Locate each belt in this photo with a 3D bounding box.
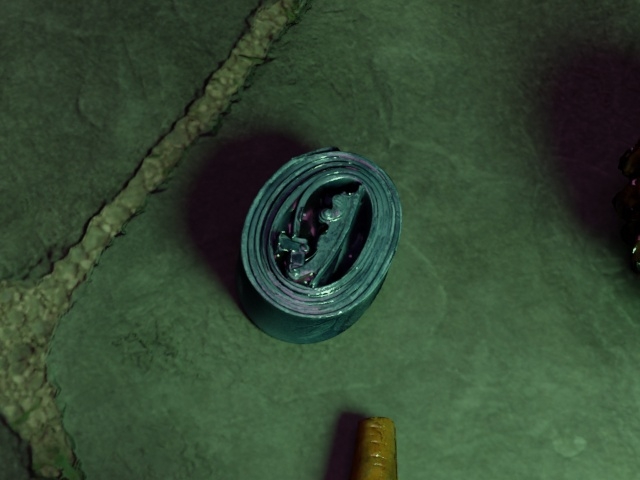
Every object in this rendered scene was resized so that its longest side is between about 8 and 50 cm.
[{"bbox_3d":[0.000,0.000,1.507,0.141,0.082,0.190,28,62,4],"label":"belt"}]

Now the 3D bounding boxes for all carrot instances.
[{"bbox_3d":[0.046,0.229,1.398,0.055,0.055,0.161,5,57,-3],"label":"carrot"}]

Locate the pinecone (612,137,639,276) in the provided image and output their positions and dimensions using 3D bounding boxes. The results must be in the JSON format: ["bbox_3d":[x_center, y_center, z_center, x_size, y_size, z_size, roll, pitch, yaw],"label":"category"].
[{"bbox_3d":[0.377,-0.041,1.511,0.221,0.221,0.221,3,60,-4],"label":"pinecone"}]
